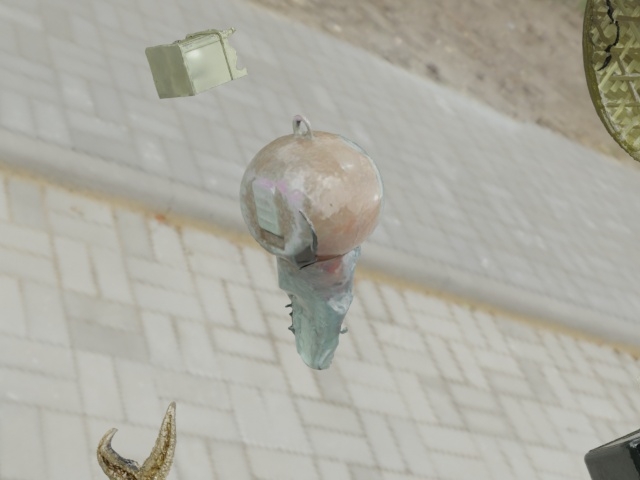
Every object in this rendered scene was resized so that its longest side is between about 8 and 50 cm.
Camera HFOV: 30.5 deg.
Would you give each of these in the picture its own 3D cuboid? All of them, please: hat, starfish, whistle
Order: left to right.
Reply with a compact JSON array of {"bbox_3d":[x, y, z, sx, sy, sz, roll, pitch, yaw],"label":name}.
[{"bbox_3d":[-0.236,0.328,1.545,0.213,0.238,0.057,34,-1,39],"label":"starfish"},{"bbox_3d":[0.000,0.000,1.493,0.189,0.348,0.189,-3,26,2],"label":"whistle"},{"bbox_3d":[0.223,-0.111,0.664,0.067,0.146,0.146,-14,52,-29],"label":"hat"}]

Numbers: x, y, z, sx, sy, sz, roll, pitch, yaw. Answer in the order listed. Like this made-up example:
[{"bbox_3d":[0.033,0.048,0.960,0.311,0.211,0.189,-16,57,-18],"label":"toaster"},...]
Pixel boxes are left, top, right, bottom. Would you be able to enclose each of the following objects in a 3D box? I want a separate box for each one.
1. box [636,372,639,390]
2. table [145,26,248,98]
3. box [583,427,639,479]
[{"bbox_3d":[0.489,0.220,1.445,0.164,0.069,0.256,-45,118,-37],"label":"box"},{"bbox_3d":[-0.143,-0.207,1.359,0.083,0.062,0.079,-26,19,-34],"label":"table"},{"bbox_3d":[0.485,0.306,1.664,0.201,0.144,0.090,-18,79,-25],"label":"box"}]
